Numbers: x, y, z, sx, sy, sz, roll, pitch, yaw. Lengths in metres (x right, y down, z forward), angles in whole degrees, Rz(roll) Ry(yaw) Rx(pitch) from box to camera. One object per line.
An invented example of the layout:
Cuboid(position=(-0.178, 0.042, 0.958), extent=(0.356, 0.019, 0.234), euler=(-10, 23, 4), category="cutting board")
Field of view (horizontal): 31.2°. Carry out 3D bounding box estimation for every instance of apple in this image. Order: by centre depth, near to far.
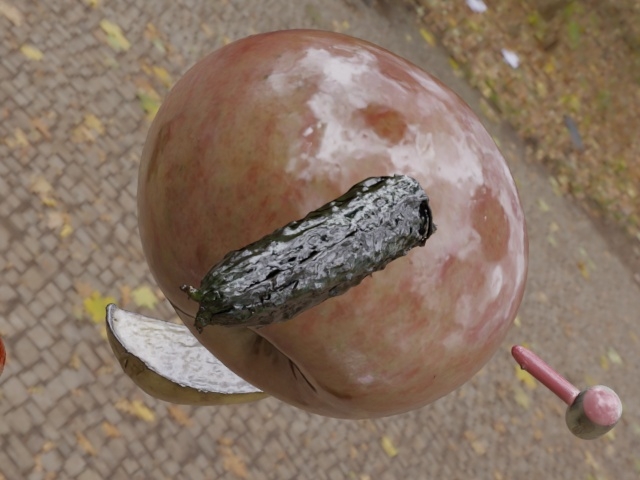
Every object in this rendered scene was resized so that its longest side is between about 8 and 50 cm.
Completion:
Cuboid(position=(0.000, 0.000, 0.951), extent=(0.345, 0.345, 0.269), euler=(44, 45, -18), category="apple")

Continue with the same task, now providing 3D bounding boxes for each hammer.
Cuboid(position=(0.161, 0.097, 0.762), extent=(0.083, 0.031, 0.052), euler=(40, -22, 12), category="hammer")

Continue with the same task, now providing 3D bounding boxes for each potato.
Cuboid(position=(-0.153, 0.173, 1.418), extent=(0.261, 0.100, 0.120), euler=(14, 40, -8), category="potato")

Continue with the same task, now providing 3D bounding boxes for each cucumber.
Cuboid(position=(0.001, 0.008, 0.622), extent=(0.181, 0.053, 0.053), euler=(-29, 81, -42), category="cucumber")

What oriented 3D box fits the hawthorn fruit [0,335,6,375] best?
Cuboid(position=(-0.271, 0.086, 0.812), extent=(0.093, 0.093, 0.093), euler=(41, 26, -24), category="hawthorn fruit")
